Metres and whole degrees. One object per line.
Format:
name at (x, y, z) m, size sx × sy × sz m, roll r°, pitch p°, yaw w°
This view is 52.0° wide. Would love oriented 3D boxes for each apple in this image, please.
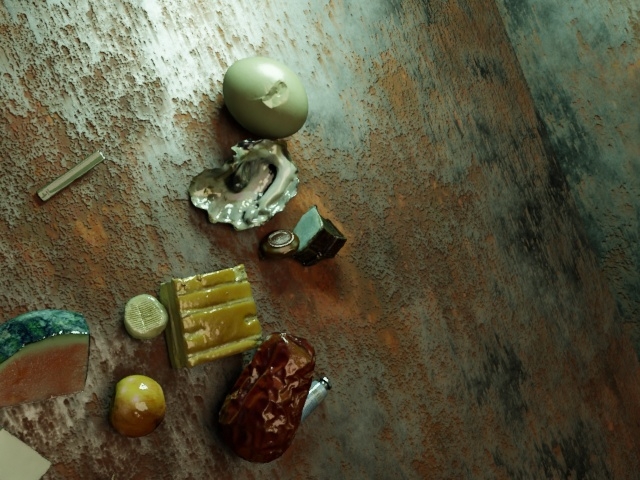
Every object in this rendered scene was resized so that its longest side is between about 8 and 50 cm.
apple at (-0.436, 0.399, 1.574) m, size 0.146 × 0.146 × 0.146 m, roll 9°, pitch 74°, yaw -34°

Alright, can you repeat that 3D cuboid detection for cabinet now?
cabinet at (-0.696, 0.506, 1.362) m, size 0.150 × 0.145 × 0.206 m, roll 45°, pitch 57°, yaw -19°

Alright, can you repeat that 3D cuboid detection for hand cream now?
hand cream at (-0.074, 0.487, 1.871) m, size 0.271 × 0.058 × 0.091 m, roll -38°, pitch 89°, yaw -32°

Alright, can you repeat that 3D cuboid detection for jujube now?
jujube at (-0.131, 0.404, 1.719) m, size 0.216 × 0.216 × 0.342 m, roll 30°, pitch 80°, yaw -27°

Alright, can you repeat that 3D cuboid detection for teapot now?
teapot at (-0.122, 0.020, 1.936) m, size 0.129 × 0.078 × 0.098 m, roll -24°, pitch 53°, yaw -25°

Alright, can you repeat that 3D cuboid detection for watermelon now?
watermelon at (-0.635, 0.284, 1.468) m, size 0.318 × 0.148 × 0.226 m, roll -45°, pitch 114°, yaw -32°

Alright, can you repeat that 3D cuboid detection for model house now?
model house at (-0.005, 0.005, 2.015) m, size 0.152 × 0.106 × 0.165 m, roll 36°, pitch 96°, yaw -37°

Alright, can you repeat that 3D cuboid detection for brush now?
brush at (-0.624, -0.162, 1.644) m, size 0.190 × 0.027 × 0.034 m, roll -44°, pitch 102°, yaw -26°

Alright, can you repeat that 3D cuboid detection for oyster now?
oyster at (-0.197, -0.173, 1.890) m, size 0.238 × 0.115 × 0.351 m, roll 51°, pitch 62°, yaw -20°

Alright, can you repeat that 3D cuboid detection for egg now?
egg at (-0.158, -0.416, 1.914) m, size 0.269 × 0.219 × 0.219 m, roll 33°, pitch 62°, yaw -25°

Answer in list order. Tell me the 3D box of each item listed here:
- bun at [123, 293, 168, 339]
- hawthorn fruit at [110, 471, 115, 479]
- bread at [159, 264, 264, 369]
bun at (-0.444, 0.195, 1.662) m, size 0.115 × 0.069 × 0.115 m, roll 5°, pitch 69°, yaw -14°
hawthorn fruit at (-0.477, 0.654, 1.474) m, size 0.189 × 0.189 × 0.251 m, roll 4°, pitch 62°, yaw -35°
bread at (-0.287, 0.198, 1.748) m, size 0.246 × 0.111 × 0.239 m, roll -8°, pitch 86°, yaw -38°
